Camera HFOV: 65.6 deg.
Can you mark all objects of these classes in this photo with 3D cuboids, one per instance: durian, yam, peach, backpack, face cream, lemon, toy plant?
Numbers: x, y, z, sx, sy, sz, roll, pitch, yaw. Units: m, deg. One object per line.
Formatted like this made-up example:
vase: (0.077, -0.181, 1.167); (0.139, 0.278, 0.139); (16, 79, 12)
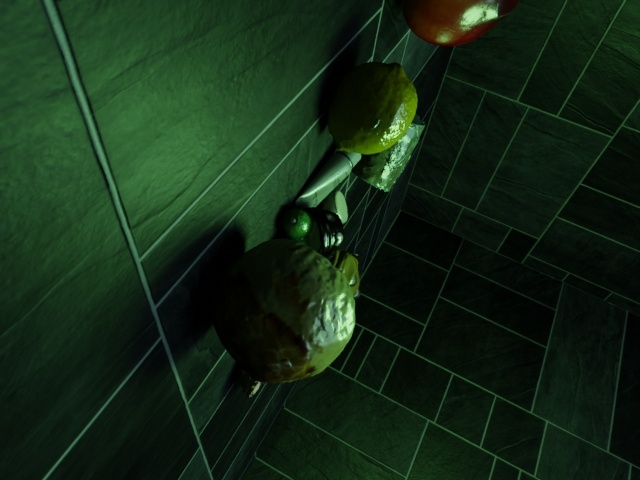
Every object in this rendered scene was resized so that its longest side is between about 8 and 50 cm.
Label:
durian: (-0.215, 0.440, 1.843); (0.341, 0.112, 0.191); (-56, 166, 14)
yam: (0.271, -0.392, 2.055); (0.348, 0.240, 0.241); (-67, 167, 17)
peach: (0.452, -0.822, 1.593); (0.388, 0.388, 0.388); (-59, 166, -24)
backpack: (0.079, 0.242, 2.511); (0.378, 0.201, 0.353); (-64, 164, -16)
face cream: (0.016, -0.206, 1.690); (0.314, 0.089, 0.143); (-48, 163, -18)
lemon: (0.152, -0.387, 1.487); (0.310, 0.253, 0.253); (-52, 173, 24)
toy plant: (-0.050, -0.010, 1.599); (0.235, 0.175, 0.218); (-12, 125, -33)

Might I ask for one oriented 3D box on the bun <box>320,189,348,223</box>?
bun: (0.044, -0.124, 1.921); (0.138, 0.094, 0.138); (-10, 90, -67)

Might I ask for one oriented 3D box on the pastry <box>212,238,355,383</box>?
pastry: (-0.106, 0.194, 1.285); (0.313, 0.388, 0.389); (-48, 160, -43)
